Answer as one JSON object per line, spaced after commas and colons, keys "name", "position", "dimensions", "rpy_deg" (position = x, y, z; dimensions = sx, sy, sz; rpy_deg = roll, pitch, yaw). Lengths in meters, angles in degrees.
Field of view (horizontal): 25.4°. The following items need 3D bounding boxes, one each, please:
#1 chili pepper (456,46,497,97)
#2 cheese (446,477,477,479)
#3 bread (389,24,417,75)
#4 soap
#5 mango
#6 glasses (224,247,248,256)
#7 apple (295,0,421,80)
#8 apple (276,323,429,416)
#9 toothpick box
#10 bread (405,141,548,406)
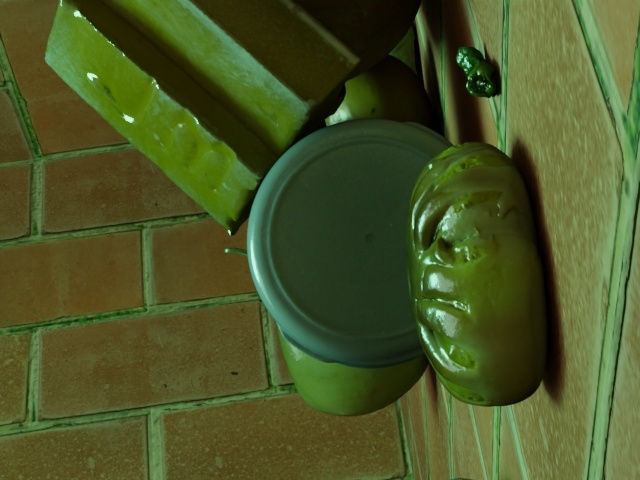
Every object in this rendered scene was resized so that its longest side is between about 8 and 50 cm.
{"name": "chili pepper", "position": [0.136, -0.142, 1.213], "dimensions": [0.030, 0.034, 0.091], "rpy_deg": [-63, 12, 19]}
{"name": "cheese", "position": [0.141, 0.362, 1.554], "dimensions": [0.198, 0.154, 0.189], "rpy_deg": [85, 172, -76]}
{"name": "bread", "position": [0.098, -0.232, 1.898], "dimensions": [0.117, 0.064, 0.156], "rpy_deg": [-113, 13, -84]}
{"name": "soap", "position": [-0.123, -0.181, 1.439], "dimensions": [0.281, 0.143, 0.259], "rpy_deg": [42, 144, 5]}
{"name": "mango", "position": [0.078, -0.116, 1.768], "dimensions": [0.175, 0.139, 0.255], "rpy_deg": [-101, -3, -58]}
{"name": "glasses", "position": [-0.004, -0.014, 1.705], "dimensions": [0.239, 0.206, 0.102], "rpy_deg": [59, -173, -22]}
{"name": "apple", "position": [-0.053, -0.366, 1.600], "dimensions": [0.400, 0.333, 0.400], "rpy_deg": [-9, -90, -89]}
{"name": "apple", "position": [0.054, 0.151, 2.414], "dimensions": [0.292, 0.254, 0.292], "rpy_deg": [-10, -90, -88]}
{"name": "toothpick box", "position": [0.063, 0.027, 1.496], "dimensions": [0.355, 0.263, 0.263], "rpy_deg": [79, -177, -83]}
{"name": "bread", "position": [0.122, 0.028, 1.146], "dimensions": [0.213, 0.104, 0.213], "rpy_deg": [-10, -90, -88]}
